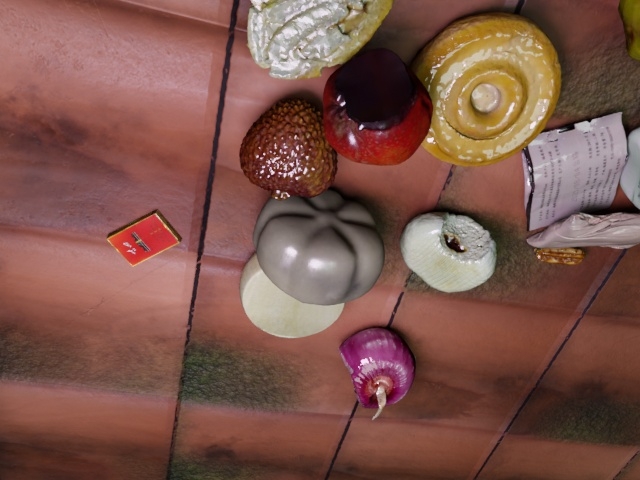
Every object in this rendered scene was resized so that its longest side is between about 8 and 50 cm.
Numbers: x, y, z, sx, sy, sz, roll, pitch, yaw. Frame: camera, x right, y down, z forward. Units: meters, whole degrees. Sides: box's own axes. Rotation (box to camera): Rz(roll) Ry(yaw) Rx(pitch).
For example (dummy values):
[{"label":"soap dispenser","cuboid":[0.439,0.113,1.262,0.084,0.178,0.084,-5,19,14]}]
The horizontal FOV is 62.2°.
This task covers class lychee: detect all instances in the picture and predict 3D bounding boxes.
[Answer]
[{"label":"lychee","cuboid":[-0.061,-0.164,0.999,0.195,0.194,0.194,-2,123,-3]}]

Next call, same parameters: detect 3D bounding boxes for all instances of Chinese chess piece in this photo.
[{"label":"Chinese chess piece","cuboid":[-0.061,0.109,1.224,0.251,0.101,0.250,-2,123,-3]}]

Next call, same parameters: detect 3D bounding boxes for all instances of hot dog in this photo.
[{"label":"hot dog","cuboid":[0.571,0.032,1.266,0.122,0.036,0.049,8,134,-3]}]

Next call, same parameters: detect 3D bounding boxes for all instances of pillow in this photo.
[{"label":"pillow","cuboid":[0.627,-0.022,1.181,0.271,0.067,0.173,0,163,-5]}]

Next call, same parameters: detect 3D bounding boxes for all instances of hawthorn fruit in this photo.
[{"label":"hawthorn fruit","cuboid":[0.112,-0.221,0.933,0.189,0.189,0.251,-47,155,23]}]

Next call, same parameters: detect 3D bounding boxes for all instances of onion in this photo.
[{"label":"onion","cuboid":[0.151,0.317,1.345,0.201,0.200,0.207,-27,89,13]}]

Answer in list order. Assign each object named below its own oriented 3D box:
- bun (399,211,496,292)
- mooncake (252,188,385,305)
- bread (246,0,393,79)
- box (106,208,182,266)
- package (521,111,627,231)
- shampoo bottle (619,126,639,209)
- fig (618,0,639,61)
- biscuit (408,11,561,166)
[{"label":"bun","cuboid":[0.287,0.012,1.173,0.204,0.126,0.212,-21,120,40]},{"label":"mooncake","cuboid":[0.000,0.000,1.063,0.275,0.274,0.135,10,129,-11]},{"label":"bread","cuboid":[-0.009,-0.387,0.890,0.257,0.124,0.185,-28,121,12]},{"label":"box","cuboid":[-0.389,-0.005,1.172,0.134,0.023,0.090,-25,120,11]},{"label":"package","cuboid":[0.540,-0.134,1.139,0.204,0.062,0.250,-15,127,7]},{"label":"shampoo bottle","cuboid":[0.815,-0.178,1.076,0.350,0.151,0.221,-12,128,5]},{"label":"fig","cuboid":[0.633,-0.409,0.866,0.240,0.239,0.270,18,112,-16]},{"label":"biscuit","cuboid":[0.309,-0.274,1.006,0.297,0.101,0.296,-2,125,-2]}]
